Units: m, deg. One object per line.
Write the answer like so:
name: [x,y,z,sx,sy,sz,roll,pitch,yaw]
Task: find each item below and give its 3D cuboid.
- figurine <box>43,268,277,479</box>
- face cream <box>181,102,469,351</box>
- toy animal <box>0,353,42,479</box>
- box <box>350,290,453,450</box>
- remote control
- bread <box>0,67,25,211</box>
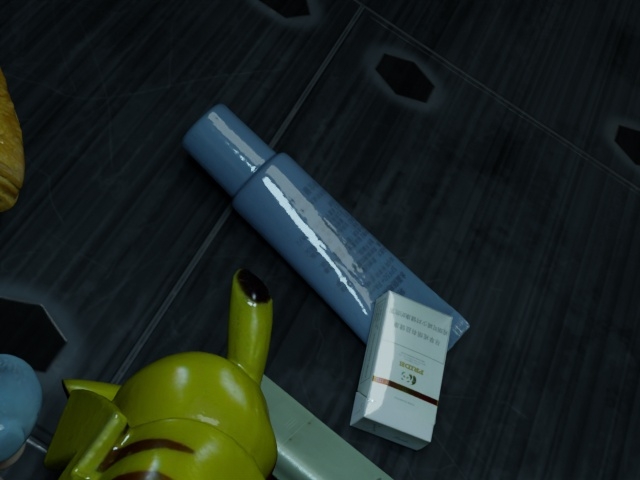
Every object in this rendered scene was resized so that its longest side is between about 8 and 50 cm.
figurine: [-0.131,0.199,1.259,0.169,0.218,0.327,55,26,-26]
face cream: [0.000,0.000,1.726,0.385,0.086,0.135,44,49,2]
toy animal: [-0.331,0.194,1.204,0.210,0.229,0.221,11,80,-68]
box: [0.089,0.140,1.643,0.084,0.040,0.154,24,60,-19]
remote control: [0.007,0.229,1.505,0.309,0.038,0.090,38,38,12]
bread: [-0.403,-0.130,1.518,0.210,0.099,0.235,29,28,-42]
